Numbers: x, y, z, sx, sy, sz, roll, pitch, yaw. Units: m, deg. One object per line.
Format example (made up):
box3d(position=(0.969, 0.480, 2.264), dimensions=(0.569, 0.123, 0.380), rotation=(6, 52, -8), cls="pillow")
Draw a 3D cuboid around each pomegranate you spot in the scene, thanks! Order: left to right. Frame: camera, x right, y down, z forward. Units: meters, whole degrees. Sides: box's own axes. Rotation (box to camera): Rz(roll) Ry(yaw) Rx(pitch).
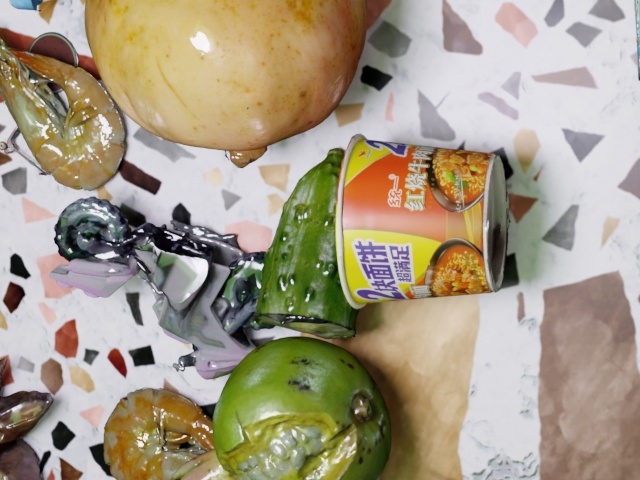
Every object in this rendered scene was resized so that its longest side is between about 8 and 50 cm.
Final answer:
box3d(position=(-0.107, -0.239, 1.687), dimensions=(0.338, 0.338, 0.338), rotation=(3, 99, 24), cls="pomegranate")
box3d(position=(-0.056, 0.255, 1.765), dimensions=(0.302, 0.236, 0.236), rotation=(-34, 83, 23), cls="pomegranate")

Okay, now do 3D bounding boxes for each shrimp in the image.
box3d(position=(-0.365, -0.189, 1.927), dimensions=(0.145, 0.061, 0.267), rotation=(-42, 82, 25), cls="shrimp")
box3d(position=(-0.171, 0.285, 1.914), dimensions=(0.294, 0.062, 0.154), rotation=(11, 96, 24), cls="shrimp")

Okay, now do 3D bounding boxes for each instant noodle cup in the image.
box3d(position=(0.125, -0.022, 1.670), dimensions=(0.174, 0.213, 0.213), rotation=(0, 98, 15), cls="instant noodle cup")

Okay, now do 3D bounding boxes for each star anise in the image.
box3d(position=(-0.523, 0.274, 2.043), dimensions=(0.349, 0.109, 0.292), rotation=(33, 104, 17), cls="star anise")

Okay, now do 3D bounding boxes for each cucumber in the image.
box3d(position=(0.001, -0.001, 1.760), dimensions=(0.134, 0.134, 0.244), rotation=(3, 75, 24), cls="cucumber")

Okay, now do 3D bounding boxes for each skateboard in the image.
box3d(position=(-0.398, -0.128, 1.974), dimensions=(0.083, 0.032, 0.064), rotation=(40, 101, 17), cls="skateboard")

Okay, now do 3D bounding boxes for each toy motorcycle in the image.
box3d(position=(-0.197, 0.069, 1.842), dimensions=(0.327, 0.143, 0.188), rotation=(18, 107, 3), cls="toy motorcycle")

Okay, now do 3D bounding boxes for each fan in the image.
box3d(position=(-0.354, -0.224, 1.952), dimensions=(0.085, 0.005, 0.133), rotation=(-40, 80, 24), cls="fan")

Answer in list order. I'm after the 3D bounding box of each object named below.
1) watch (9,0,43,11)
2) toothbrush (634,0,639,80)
box3d(position=(-0.322, -0.408, 1.835), dimensions=(0.193, 0.211, 0.211), rotation=(-11, 93, 7), cls="watch")
box3d(position=(0.364, -0.326, 1.608), dimensions=(0.028, 0.026, 0.294), rotation=(-4, 96, 6), cls="toothbrush")
